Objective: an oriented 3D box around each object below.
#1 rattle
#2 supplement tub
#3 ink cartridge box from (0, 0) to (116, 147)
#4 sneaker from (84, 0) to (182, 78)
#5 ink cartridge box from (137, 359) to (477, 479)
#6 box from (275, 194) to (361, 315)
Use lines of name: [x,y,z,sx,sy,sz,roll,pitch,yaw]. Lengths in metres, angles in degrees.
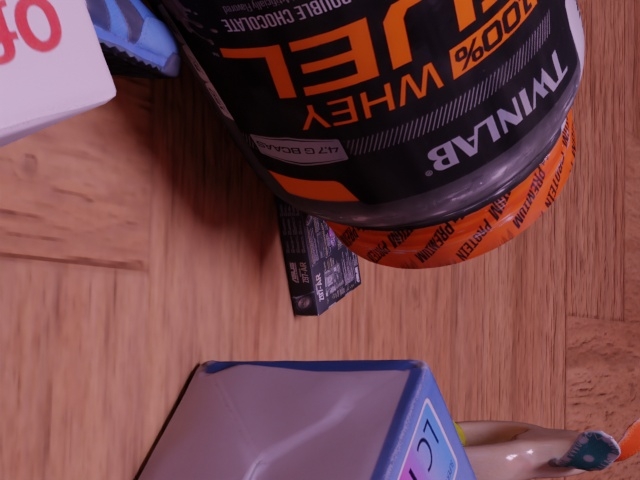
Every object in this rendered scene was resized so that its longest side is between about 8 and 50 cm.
rattle: [0.138,0.191,0.825,0.130,0.200,0.143,27,65,-58]
supplement tub: [0.014,-0.150,0.606,0.338,0.207,0.207,58,41,-42]
ink cartridge box: [-0.190,-0.132,0.280,0.207,0.117,0.283,-34,108,-58]
sneaker: [-0.123,-0.123,0.492,0.209,0.069,0.082,19,77,-59]
ink cartridge box: [0.017,0.292,0.661,0.270,0.151,0.395,-64,143,-40]
box: [0.000,0.000,0.769,0.067,0.018,0.083,-34,118,-57]
